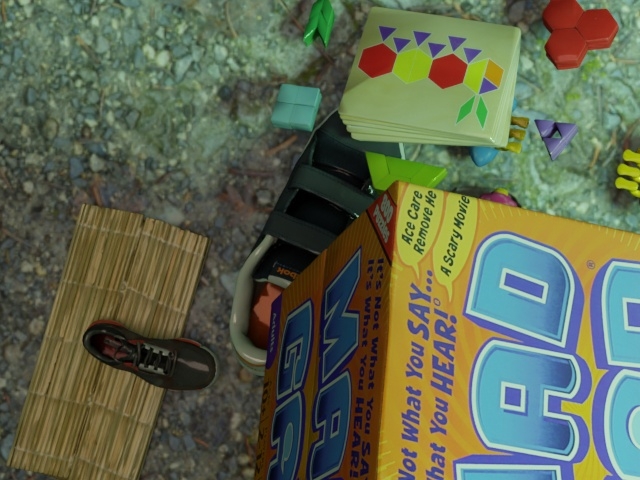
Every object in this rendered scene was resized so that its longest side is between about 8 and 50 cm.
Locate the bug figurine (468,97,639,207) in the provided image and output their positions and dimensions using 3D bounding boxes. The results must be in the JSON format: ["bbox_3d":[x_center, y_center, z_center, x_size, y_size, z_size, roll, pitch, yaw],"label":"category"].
[{"bbox_3d":[0.253,-0.049,1.605,0.279,0.072,0.216,20,86,12],"label":"bug figurine"}]

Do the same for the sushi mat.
[{"bbox_3d":[-0.237,0.124,1.697,0.151,0.019,0.316,17,92,7],"label":"sushi mat"}]

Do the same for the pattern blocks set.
[{"bbox_3d":[0.122,-0.170,1.602,0.325,0.026,0.285,19,72,20],"label":"pattern blocks set"}]

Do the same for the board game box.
[{"bbox_3d":[0.156,0.203,1.372,0.356,0.356,0.356,12,67,-16],"label":"board game box"}]

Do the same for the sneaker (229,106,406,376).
[{"bbox_3d":[0.000,0.000,1.615,0.126,0.127,0.321,21,91,9],"label":"sneaker"}]

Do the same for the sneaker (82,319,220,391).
[{"bbox_3d":[-0.189,0.130,1.649,0.158,0.065,0.061,13,92,6],"label":"sneaker"}]
